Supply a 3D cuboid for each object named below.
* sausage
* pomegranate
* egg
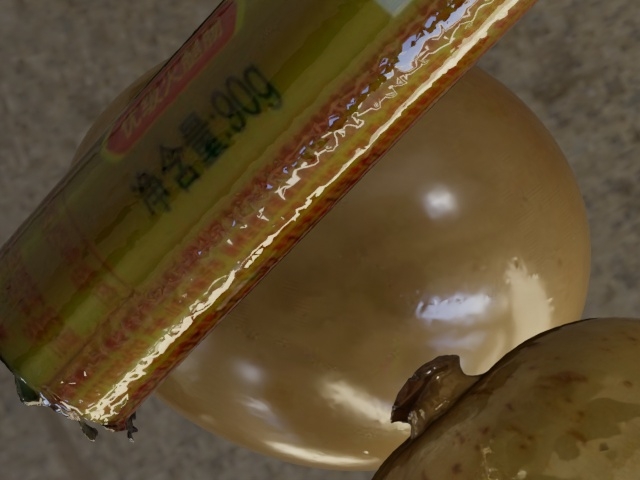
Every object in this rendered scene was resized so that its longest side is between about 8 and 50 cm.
[{"bbox_3d":[0.028,-0.083,0.554,0.371,0.082,0.082,-45,75,21],"label":"sausage"},{"bbox_3d":[0.110,0.134,0.796,0.215,0.215,0.215,16,117,35],"label":"pomegranate"},{"bbox_3d":[0.000,0.000,1.271,0.373,0.301,0.301,18,118,26],"label":"egg"}]
